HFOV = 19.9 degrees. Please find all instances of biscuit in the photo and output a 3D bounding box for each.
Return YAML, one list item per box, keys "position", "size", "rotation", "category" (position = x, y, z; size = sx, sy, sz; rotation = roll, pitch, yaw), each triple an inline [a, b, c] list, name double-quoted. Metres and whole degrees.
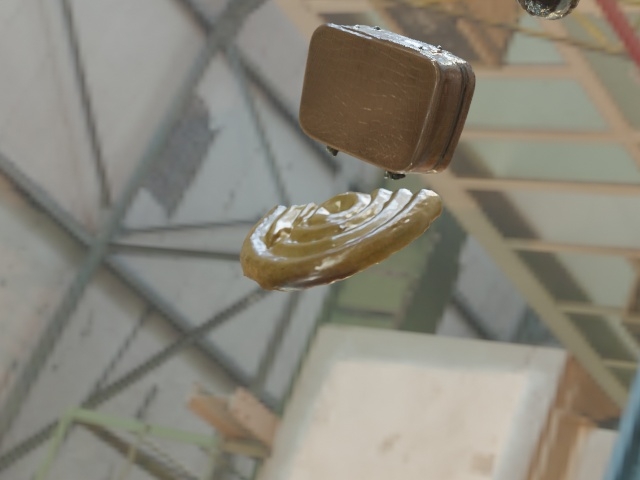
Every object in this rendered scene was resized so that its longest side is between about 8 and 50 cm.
- position: [-0.001, -0.001, 1.773]
  size: [0.144, 0.224, 0.033]
  rotation: [-46, -61, -39]
  category: "biscuit"

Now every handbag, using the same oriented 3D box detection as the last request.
- position: [0.068, -0.149, 1.972]
  size: [0.072, 0.193, 0.151]
  rotation: [-3, -71, -50]
  category: "handbag"

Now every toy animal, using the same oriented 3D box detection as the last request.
- position: [0.278, -0.294, 2.111]
  size: [0.137, 0.098, 0.098]
  rotation: [17, -101, -21]
  category: "toy animal"
